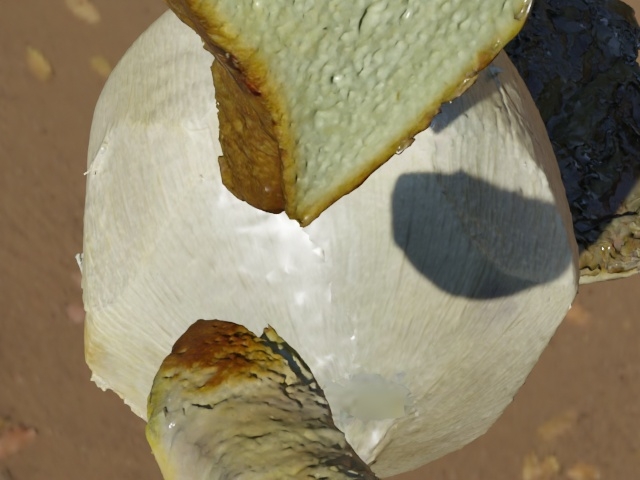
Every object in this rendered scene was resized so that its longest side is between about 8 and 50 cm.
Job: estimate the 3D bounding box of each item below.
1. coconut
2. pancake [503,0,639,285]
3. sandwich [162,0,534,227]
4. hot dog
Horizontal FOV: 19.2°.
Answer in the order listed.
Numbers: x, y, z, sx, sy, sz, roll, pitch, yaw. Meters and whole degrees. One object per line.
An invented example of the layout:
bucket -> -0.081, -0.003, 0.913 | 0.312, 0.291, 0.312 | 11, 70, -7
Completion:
coconut -> 0.000, 0.000, 1.293 | 0.346, 0.346, 0.360 | -6, 41, 2
pancake -> 0.255, -0.120, 2.043 | 0.382, 0.071, 0.382 | 7, 67, -18
sandwich -> -0.004, -0.134, 0.821 | 0.186, 0.214, 0.065 | -46, 45, -11
hot dog -> -0.019, 0.094, 0.710 | 0.078, 0.061, 0.169 | -12, 32, -17
